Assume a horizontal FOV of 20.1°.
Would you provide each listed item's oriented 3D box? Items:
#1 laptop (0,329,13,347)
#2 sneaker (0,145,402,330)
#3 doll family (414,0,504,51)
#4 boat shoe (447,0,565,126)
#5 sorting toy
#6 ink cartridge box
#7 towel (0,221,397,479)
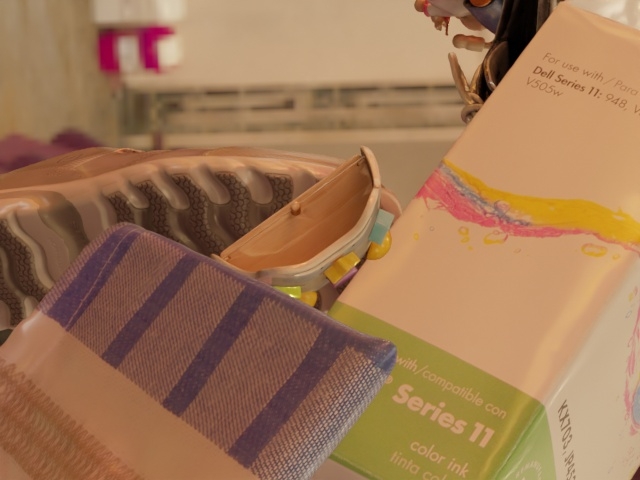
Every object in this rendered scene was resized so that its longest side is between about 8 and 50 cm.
[{"bbox_3d":[-0.438,0.123,1.532,0.408,0.381,0.236,162,-71,-78],"label":"laptop"},{"bbox_3d":[-0.088,-0.020,0.990,0.115,0.281,0.105,-64,148,-54],"label":"sneaker"},{"bbox_3d":[0.201,-0.195,1.523,0.163,0.263,0.118,32,48,-57],"label":"doll family"},{"bbox_3d":[0.148,-0.102,1.262,0.306,0.105,0.113,104,-26,-42],"label":"boat shoe"},{"bbox_3d":[0.000,0.000,0.744,0.045,0.083,0.075,54,-4,-1],"label":"sorting toy"},{"bbox_3d":[0.127,0.028,0.928,0.353,0.119,0.207,-53,153,-24],"label":"ink cartridge box"},{"bbox_3d":[-0.117,0.115,0.614,0.034,0.285,0.209,47,-11,-28],"label":"towel"}]
